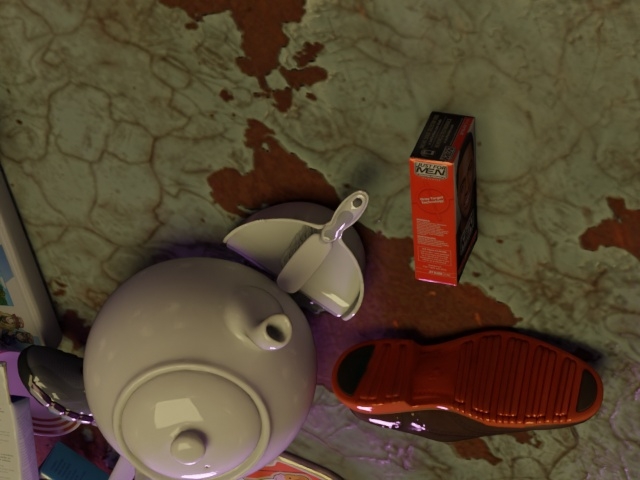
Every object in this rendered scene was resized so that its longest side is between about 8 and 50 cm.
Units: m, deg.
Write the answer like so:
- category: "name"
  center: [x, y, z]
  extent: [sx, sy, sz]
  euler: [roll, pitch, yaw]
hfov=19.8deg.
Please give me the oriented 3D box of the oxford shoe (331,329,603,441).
- category: "oxford shoe"
  center: [0.151, 0.150, 1.797]
  extent: [0.271, 0.097, 0.098]
  euler: [4, 150, 26]

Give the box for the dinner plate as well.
- category: "dinner plate"
  center: [-0.326, 0.164, 2.054]
  extent: [0.141, 0.017, 0.141]
  euler: [12, 134, 13]

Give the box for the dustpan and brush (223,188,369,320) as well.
- category: "dustpan and brush"
  center: [0.000, 0.000, 1.735]
  extent: [0.147, 0.060, 0.211]
  euler: [33, 134, -6]

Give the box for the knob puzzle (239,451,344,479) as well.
- category: "knob puzzle"
  center: [-0.025, 0.311, 2.043]
  extent: [0.213, 0.030, 0.213]
  euler: [12, 133, 14]

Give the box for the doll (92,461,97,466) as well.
- category: "doll"
  center: [-0.201, 0.331, 2.126]
  extent: [0.189, 0.046, 0.129]
  euler: [34, 133, -7]

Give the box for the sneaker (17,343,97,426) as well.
- category: "sneaker"
  center: [-0.212, 0.155, 1.950]
  extent: [0.223, 0.083, 0.098]
  euler: [33, 125, -32]

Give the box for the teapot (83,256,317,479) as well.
- category: "teapot"
  center: [-0.125, 0.156, 1.803]
  extent: [0.252, 0.187, 0.256]
  euler: [-8, 123, 8]

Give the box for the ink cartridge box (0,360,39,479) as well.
- category: "ink cartridge box"
  center: [-0.418, 0.210, 2.009]
  extent: [0.223, 0.045, 0.224]
  euler: [6, 116, 19]

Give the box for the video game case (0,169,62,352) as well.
- category: "video game case"
  center: [-0.451, -0.020, 1.935]
  extent: [0.300, 0.036, 0.329]
  euler: [3, 129, 22]

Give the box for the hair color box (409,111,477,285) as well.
- category: "hair color box"
  center: [0.111, -0.036, 1.647]
  extent: [0.043, 0.072, 0.141]
  euler: [9, 133, 17]

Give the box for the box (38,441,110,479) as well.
- category: "box"
  center: [-0.228, 0.339, 2.074]
  extent: [0.244, 0.060, 0.100]
  euler: [34, 122, -6]
